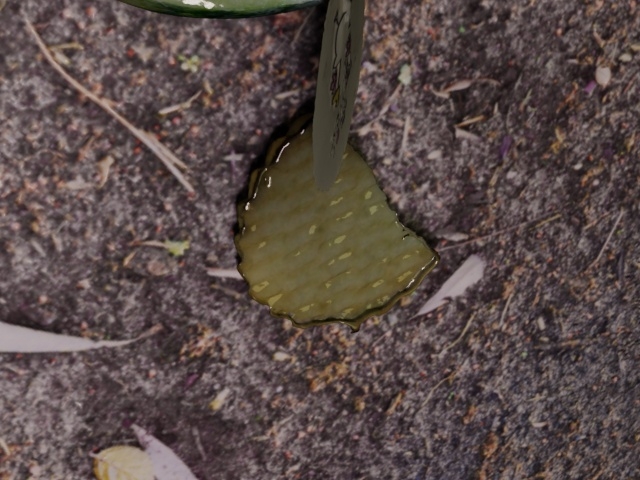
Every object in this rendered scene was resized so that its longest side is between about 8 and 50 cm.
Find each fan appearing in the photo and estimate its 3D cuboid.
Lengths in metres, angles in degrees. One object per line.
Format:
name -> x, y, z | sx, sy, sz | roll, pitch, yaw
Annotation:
fan -> 0.021, -0.213, 1.121 | 0.012, 0.233, 0.414 | 8, 137, 8

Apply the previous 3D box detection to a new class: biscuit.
biscuit -> 0.000, 0.000, 1.356 | 0.187, 0.036, 0.273 | -42, 131, -5

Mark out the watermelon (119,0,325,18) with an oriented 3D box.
watermelon -> -0.104, -0.282, 1.076 | 0.310, 0.193, 0.232 | 18, 125, -25
